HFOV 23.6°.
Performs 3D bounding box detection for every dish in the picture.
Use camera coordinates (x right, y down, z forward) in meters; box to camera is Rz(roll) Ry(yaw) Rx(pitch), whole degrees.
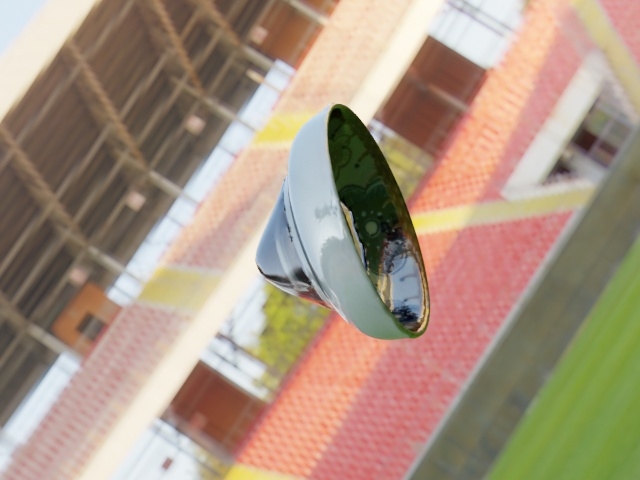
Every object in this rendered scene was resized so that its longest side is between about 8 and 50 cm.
[{"bbox_3d":[0.000,0.000,0.870,0.078,0.141,0.141,-20,3,18],"label":"dish"}]
